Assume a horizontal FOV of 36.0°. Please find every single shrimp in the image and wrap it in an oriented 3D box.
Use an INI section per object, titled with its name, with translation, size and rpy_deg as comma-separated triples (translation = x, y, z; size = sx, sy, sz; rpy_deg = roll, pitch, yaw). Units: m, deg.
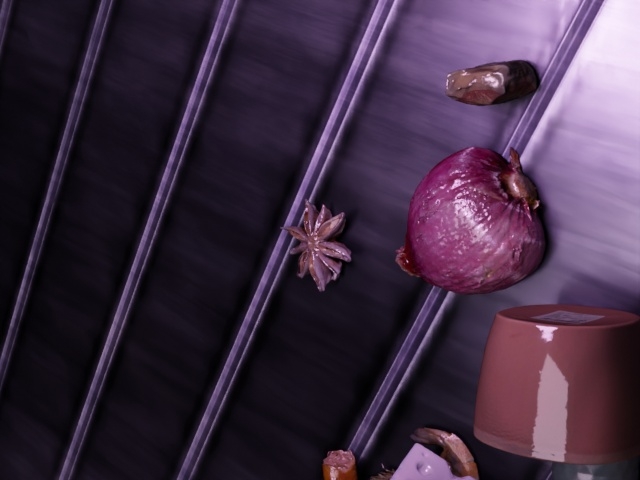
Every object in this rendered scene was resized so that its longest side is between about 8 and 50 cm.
[shrimp]
translation = 0.188, 0.461, 2.007
size = 0.296, 0.058, 0.169
rpy_deg = -5, 90, 36

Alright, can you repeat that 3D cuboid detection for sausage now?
[sausage]
translation = 0.033, 0.603, 2.146
size = 0.103, 0.076, 0.302
rpy_deg = 25, 113, 50

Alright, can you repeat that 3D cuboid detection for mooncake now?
[mooncake]
translation = 0.300, -0.273, 1.722
size = 0.130, 0.125, 0.073
rpy_deg = -2, 102, 43

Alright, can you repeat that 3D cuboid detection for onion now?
[onion]
translation = 0.232, -0.005, 1.811
size = 0.349, 0.159, 0.267
rpy_deg = -38, 71, 37

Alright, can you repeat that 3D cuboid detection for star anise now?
[star anise]
translation = 0.000, 0.000, 2.070
size = 0.195, 0.065, 0.182
rpy_deg = -46, 64, 40

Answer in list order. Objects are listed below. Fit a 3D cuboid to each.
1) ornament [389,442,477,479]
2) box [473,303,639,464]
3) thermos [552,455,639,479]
[ornament]
translation = 0.195, 0.583, 1.856
size = 0.239, 0.240, 0.239
rpy_deg = 30, 122, 14
[box]
translation = 0.403, 0.226, 1.629
size = 0.301, 0.301, 0.216
rpy_deg = 4, 98, 39
[thermos]
translation = 0.468, 0.473, 1.670
size = 0.145, 0.182, 0.286
rpy_deg = 0, 95, -2
